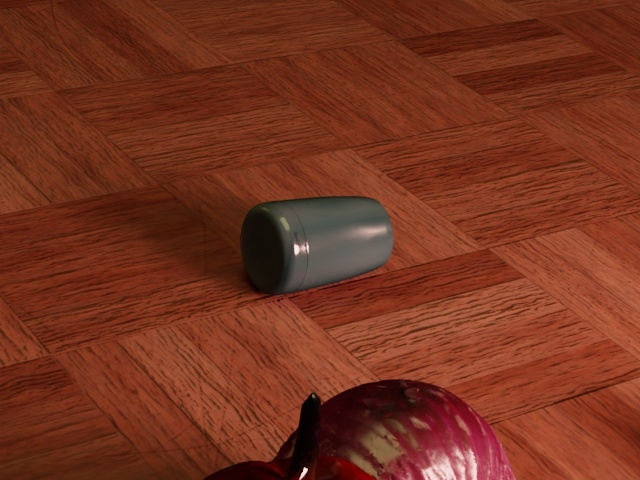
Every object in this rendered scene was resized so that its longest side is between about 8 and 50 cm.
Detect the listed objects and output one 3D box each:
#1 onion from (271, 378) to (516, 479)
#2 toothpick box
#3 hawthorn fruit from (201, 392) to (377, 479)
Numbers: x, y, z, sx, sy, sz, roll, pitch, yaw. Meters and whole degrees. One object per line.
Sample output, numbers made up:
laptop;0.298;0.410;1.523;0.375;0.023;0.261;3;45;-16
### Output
onion;0.076;0.249;1.607;0.272;0.230;0.256;10;27;19
toothpick box;0.000;0.000;2.143;0.184;0.120;0.120;-10;33;-33
hawthorn fruit;-0.018;0.301;1.361;0.285;0.369;0.285;6;10;-1
